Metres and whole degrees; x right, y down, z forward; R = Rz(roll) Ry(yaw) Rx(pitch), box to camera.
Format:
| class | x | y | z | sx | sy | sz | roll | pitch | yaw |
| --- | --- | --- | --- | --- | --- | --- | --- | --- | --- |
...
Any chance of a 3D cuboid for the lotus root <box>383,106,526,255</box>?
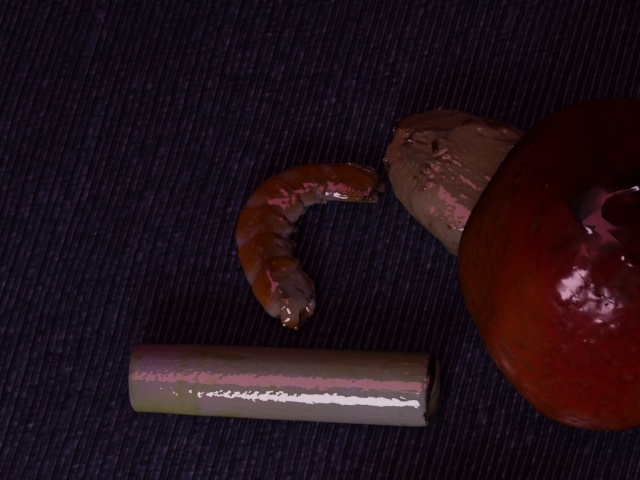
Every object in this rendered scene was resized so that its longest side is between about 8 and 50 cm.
| class | x | y | z | sx | sy | sz | roll | pitch | yaw |
| --- | --- | --- | --- | --- | --- | --- | --- | --- | --- |
| lotus root | 0.129 | -0.070 | 1.830 | 0.144 | 0.070 | 0.143 | 29 | 84 | 14 |

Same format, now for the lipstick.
| class | x | y | z | sx | sy | sz | roll | pitch | yaw |
| --- | --- | --- | --- | --- | --- | --- | --- | --- | --- |
| lipstick | -0.034 | 0.141 | 1.812 | 0.304 | 0.076 | 0.076 | 1 | 79 | 9 |

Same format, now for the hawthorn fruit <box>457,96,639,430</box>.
| class | x | y | z | sx | sy | sz | roll | pitch | yaw |
| --- | --- | --- | --- | --- | --- | --- | --- | --- | --- |
| hawthorn fruit | 0.272 | 0.006 | 1.652 | 0.285 | 0.369 | 0.284 | 2 | 65 | -5 |

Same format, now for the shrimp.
| class | x | y | z | sx | sy | sz | roll | pitch | yaw |
| --- | --- | --- | --- | --- | --- | --- | --- | --- | --- |
| shrimp | 0.000 | 0.000 | 1.855 | 0.166 | 0.049 | 0.161 | -20 | 74 | -3 |
